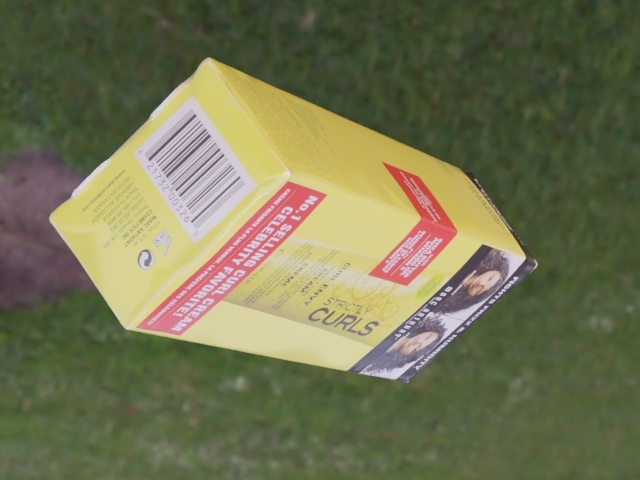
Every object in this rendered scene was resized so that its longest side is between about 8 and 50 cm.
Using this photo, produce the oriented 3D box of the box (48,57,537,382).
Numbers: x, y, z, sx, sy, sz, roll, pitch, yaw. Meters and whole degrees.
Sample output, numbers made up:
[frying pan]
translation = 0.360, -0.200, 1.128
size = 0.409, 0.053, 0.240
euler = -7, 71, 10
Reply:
[box]
translation = 0.000, 0.000, 0.742
size = 0.087, 0.058, 0.232
euler = -43, 155, 14
